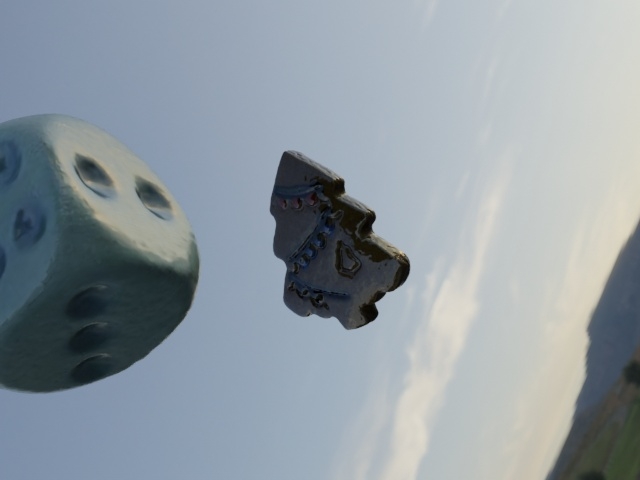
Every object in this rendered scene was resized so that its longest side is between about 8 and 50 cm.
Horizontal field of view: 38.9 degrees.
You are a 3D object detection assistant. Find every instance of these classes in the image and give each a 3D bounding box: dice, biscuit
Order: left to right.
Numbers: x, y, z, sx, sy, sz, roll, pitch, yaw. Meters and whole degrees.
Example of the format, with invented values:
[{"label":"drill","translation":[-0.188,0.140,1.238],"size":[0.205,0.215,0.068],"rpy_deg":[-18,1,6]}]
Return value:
[{"label":"dice","translation":[-0.334,0.018,1.154],"size":[0.268,0.264,0.262],"rpy_deg":[-39,-28,15]},{"label":"biscuit","translation":[-0.001,0.000,1.431],"size":[0.043,0.301,0.278],"rpy_deg":[-25,-2,-44]}]
